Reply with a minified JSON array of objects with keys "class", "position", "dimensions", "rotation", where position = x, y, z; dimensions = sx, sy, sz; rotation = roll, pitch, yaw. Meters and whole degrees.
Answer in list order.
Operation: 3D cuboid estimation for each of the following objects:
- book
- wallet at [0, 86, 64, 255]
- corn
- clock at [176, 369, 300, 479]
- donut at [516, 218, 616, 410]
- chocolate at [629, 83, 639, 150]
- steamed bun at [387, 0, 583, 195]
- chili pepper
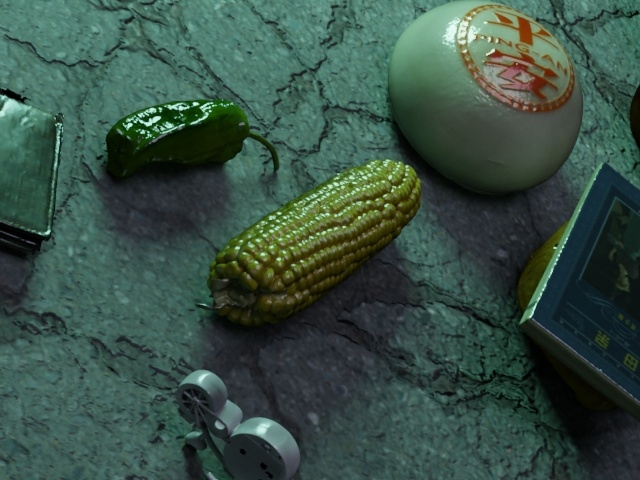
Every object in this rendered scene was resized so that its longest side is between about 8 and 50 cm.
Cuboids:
[{"class":"book","position":[0.321,0.057,1.914],"dimensions":[0.191,0.025,0.269],"rotation":[37,45,-5]},{"class":"wallet","position":[-0.383,-0.104,1.663],"dimensions":[0.317,0.044,0.169],"rotation":[21,46,-25]},{"class":"corn","position":[0.000,0.000,1.827],"dimensions":[0.310,0.101,0.101],"rotation":[-31,81,-44]},{"class":"clock","position":[-0.080,0.174,1.654],"dimensions":[0.129,0.087,0.041],"rotation":[44,41,0]},{"class":"donut","position":[0.317,0.072,1.998],"dimensions":[0.226,0.114,0.227],"rotation":[18,51,-23]},{"class":"chocolate","position":[0.451,-0.134,2.227],"dimensions":[0.176,0.177,0.177],"rotation":[19,50,-25]},{"class":"steamed bun","position":[0.194,-0.171,2.057],"dimensions":[0.231,0.145,0.232],"rotation":[19,50,-25]},{"class":"chili pepper","position":[-0.122,-0.107,1.841],"dimensions":[0.204,0.073,0.072],"rotation":[-11,53,-42]}]
